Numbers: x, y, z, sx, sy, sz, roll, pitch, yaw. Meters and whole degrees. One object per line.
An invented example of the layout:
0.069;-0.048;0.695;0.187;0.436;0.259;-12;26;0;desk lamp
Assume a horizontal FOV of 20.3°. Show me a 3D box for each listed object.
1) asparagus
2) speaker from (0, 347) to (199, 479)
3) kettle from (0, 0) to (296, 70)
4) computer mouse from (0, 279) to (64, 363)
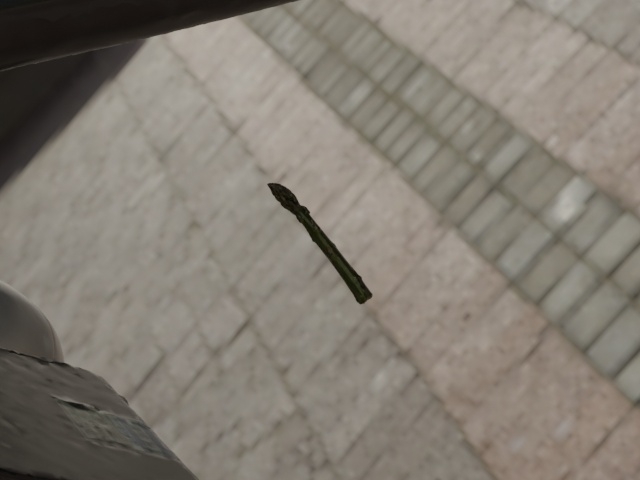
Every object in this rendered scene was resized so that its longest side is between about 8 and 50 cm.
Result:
0.000;0.000;1.314;0.014;0.114;0.015;-38;4;17;asparagus
-0.211;0.190;0.975;0.184;0.254;0.232;41;107;47;speaker
-0.103;-0.192;0.714;0.308;0.262;0.203;-21;0;-31;kettle
-0.356;0.081;1.524;0.121;0.297;0.184;-56;11;43;computer mouse
